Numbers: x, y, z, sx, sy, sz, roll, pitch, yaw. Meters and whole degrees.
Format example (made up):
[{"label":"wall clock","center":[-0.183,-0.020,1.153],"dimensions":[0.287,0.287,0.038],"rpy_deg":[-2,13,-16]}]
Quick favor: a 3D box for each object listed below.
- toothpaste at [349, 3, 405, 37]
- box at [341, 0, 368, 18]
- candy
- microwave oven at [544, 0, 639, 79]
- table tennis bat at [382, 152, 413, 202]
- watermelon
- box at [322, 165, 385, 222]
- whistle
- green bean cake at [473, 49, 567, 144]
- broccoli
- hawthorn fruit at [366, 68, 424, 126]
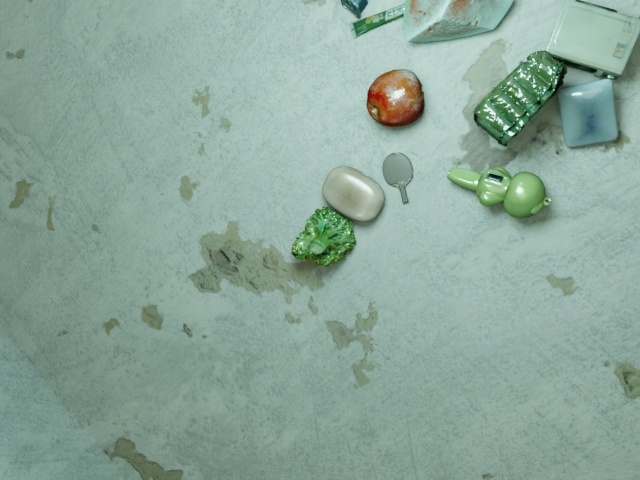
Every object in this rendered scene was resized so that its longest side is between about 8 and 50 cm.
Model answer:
[{"label":"toothpaste","center":[0.185,-0.663,1.792],"dimensions":[0.204,0.031,0.049],"rpy_deg":[-15,94,21]},{"label":"box","center":[0.102,-0.713,1.778],"dimensions":[0.074,0.099,0.054],"rpy_deg":[43,94,7]},{"label":"candy","center":[0.728,-0.344,1.636],"dimensions":[0.138,0.071,0.174],"rpy_deg":[-7,118,26]},{"label":"microwave oven","center":[0.718,-0.531,1.596],"dimensions":[0.205,0.129,0.163],"rpy_deg":[23,103,12]},{"label":"table tennis bat","center":[0.245,-0.195,1.860],"dimensions":[0.095,0.014,0.158],"rpy_deg":[-13,93,18]},{"label":"watermelon","center":[0.332,-0.667,1.649],"dimensions":[0.289,0.214,0.320],"rpy_deg":[-39,98,21]},{"label":"box","center":[0.102,-0.145,1.873],"dimensions":[0.200,0.088,0.146],"rpy_deg":[33,106,11]},{"label":"whistle","center":[0.518,-0.142,1.742],"dimensions":[0.294,0.141,0.141],"rpy_deg":[14,104,34]},{"label":"green bean cake","center":[0.538,-0.382,1.617],"dimensions":[0.132,0.241,0.255],"rpy_deg":[44,109,11]},{"label":"broccoli","center":[0.000,0.000,1.876],"dimensions":[0.219,0.194,0.194],"rpy_deg":[-25,91,16]},{"label":"hawthorn fruit","center":[0.218,-0.414,1.754],"dimensions":[0.172,0.173,0.173],"rpy_deg":[3,100,17]}]
